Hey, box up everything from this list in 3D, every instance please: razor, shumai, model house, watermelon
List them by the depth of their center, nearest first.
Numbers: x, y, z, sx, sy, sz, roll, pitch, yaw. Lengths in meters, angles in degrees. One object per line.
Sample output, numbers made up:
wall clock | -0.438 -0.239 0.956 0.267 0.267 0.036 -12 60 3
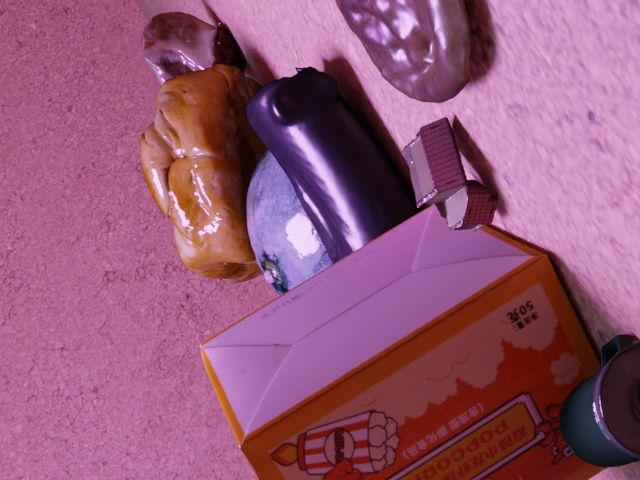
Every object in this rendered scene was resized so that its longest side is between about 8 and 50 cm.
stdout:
model house | 0.109 -0.052 0.808 0.058 0.057 0.083 -42 56 58
razor | 0.041 -0.034 1.115 0.349 0.114 0.204 62 173 -5
watermelon | -0.006 0.003 1.391 0.321 0.175 0.188 59 175 -7
shumai | -0.204 -0.323 1.708 0.201 0.120 0.201 26 -130 -36

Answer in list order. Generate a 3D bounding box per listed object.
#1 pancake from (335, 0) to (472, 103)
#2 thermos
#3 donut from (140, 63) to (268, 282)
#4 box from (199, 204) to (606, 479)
pancake | 0.034 -0.193 0.695 0.241 0.050 0.242 57 175 9
thermos | 0.207 0.117 0.686 0.083 0.073 0.187 56 174 15
donut | -0.149 -0.098 1.576 0.360 0.170 0.360 -12 -90 -69
box | 0.073 0.140 0.884 0.213 0.284 0.259 60 174 -18
